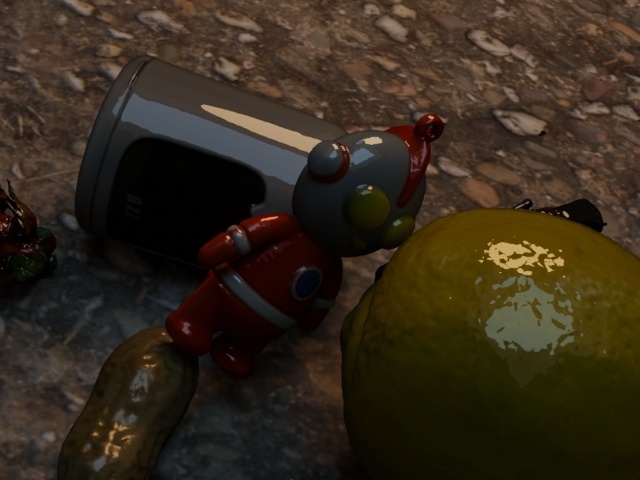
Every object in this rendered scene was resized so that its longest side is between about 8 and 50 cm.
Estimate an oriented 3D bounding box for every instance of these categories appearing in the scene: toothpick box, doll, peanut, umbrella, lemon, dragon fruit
[{"bbox_3d":[-0.089,-0.068,1.448,0.316,0.229,0.229,19,46,0],"label":"toothpick box"},{"bbox_3d":[0.000,0.000,1.288,0.336,0.200,0.105,-45,49,6],"label":"doll"},{"bbox_3d":[-0.187,0.171,1.268,0.095,0.108,0.226,25,48,2],"label":"peanut"},{"bbox_3d":[0.206,0.014,1.522,0.326,0.094,0.090,-20,69,-28],"label":"umbrella"},{"bbox_3d":[0.186,0.129,1.242,0.348,0.348,0.348,7,46,-7],"label":"lemon"},{"bbox_3d":[-0.360,0.003,1.378,0.175,0.142,0.138,23,7,-19],"label":"dragon fruit"}]

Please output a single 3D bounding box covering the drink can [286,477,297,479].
[{"bbox_3d":[0.039,0.305,1.188,0.205,0.118,0.118,26,47,13],"label":"drink can"}]
